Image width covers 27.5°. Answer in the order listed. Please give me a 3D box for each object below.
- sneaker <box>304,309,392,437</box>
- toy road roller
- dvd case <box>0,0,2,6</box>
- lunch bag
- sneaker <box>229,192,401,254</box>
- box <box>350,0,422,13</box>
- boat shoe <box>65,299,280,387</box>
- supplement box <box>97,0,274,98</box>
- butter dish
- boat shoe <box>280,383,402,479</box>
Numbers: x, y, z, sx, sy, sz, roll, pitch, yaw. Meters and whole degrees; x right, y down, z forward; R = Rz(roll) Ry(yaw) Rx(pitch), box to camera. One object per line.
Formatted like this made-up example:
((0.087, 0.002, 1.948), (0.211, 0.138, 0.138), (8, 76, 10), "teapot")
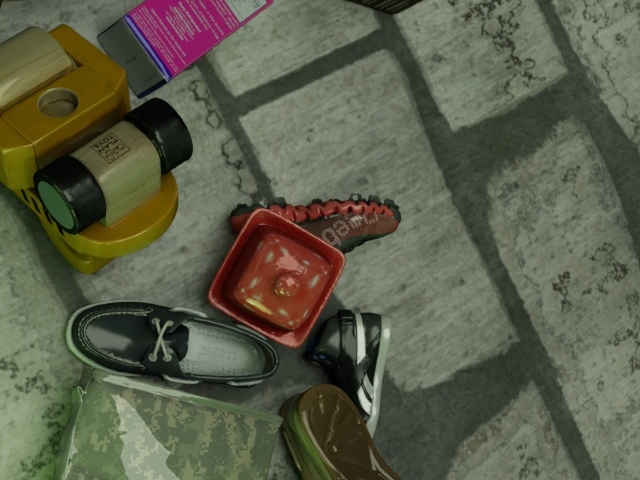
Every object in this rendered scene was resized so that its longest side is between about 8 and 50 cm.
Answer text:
((0.030, 0.209, 1.969), (0.121, 0.079, 0.217), (9, 90, -7), "sneaker")
((-0.334, -0.105, 1.754), (0.329, 0.241, 0.202), (40, 60, 22), "toy road roller")
((-0.525, -0.279, 1.639), (0.238, 0.029, 0.179), (15, 95, 6), "dvd case")
((-0.226, 0.312, 1.748), (0.287, 0.169, 0.235), (21, 74, -30), "lunch bag")
((0.000, 0.000, 1.956), (0.276, 0.097, 0.135), (-5, 86, -28), "sneaker")
((0.083, -0.470, 2.023), (0.203, 0.167, 0.168), (12, 79, -28), "box")
((-0.200, 0.142, 1.827), (0.302, 0.091, 0.114), (9, 79, -29), "boat shoe")
((-0.192, -0.317, 1.880), (0.220, 0.111, 0.114), (-41, 103, -28), "supplement box")
((-0.053, 0.056, 1.819), (0.160, 0.118, 0.160), (30, 88, -11), "butter dish")
((0.050, 0.372, 1.909), (0.121, 0.110, 0.341), (-22, 85, -32), "boat shoe")
